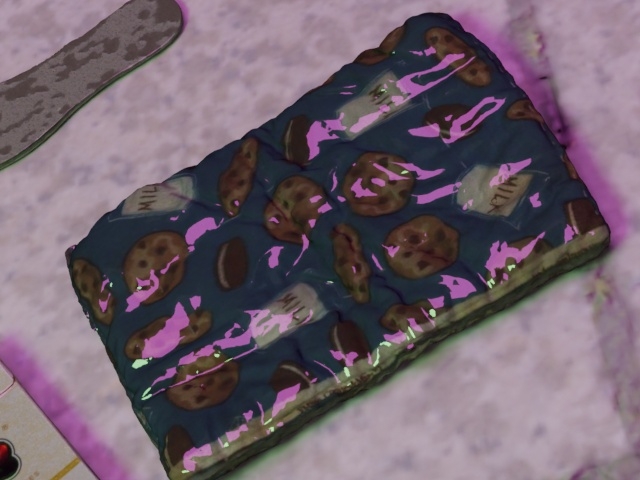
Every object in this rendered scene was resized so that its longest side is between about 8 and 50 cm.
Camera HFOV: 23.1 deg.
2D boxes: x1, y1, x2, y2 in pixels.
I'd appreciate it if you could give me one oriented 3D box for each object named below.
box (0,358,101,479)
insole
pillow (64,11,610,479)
[{"bbox_3d":[-0.160,0.127,0.775,0.090,0.024,0.167,-42,54,-9],"label":"box"},{"bbox_3d":[-0.165,-0.088,0.935,0.193,0.006,0.065,-35,51,-4],"label":"insole"},{"bbox_3d":[0.001,-0.002,0.798,0.256,0.034,0.189,-32,50,0],"label":"pillow"}]
